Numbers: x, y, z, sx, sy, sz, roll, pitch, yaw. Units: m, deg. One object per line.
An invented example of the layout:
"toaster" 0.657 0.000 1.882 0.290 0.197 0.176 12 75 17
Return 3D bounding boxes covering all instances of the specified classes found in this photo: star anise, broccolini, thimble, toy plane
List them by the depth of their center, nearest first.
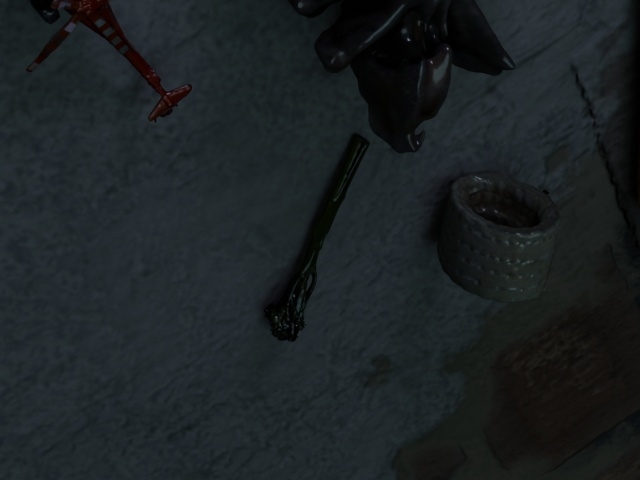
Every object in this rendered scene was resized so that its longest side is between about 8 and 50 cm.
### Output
"toy plane" -0.160 -0.174 1.122 0.194 0.077 0.126 20 116 -47
"star anise" 0.062 -0.249 1.167 0.316 0.139 0.359 -7 112 -35
"broccolini" 0.001 0.000 1.377 0.042 0.044 0.218 17 109 -21
"thimble" 0.169 -0.001 1.411 0.102 0.115 0.090 -8 126 -22

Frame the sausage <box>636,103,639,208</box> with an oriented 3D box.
"sausage" 0.339 -0.150 1.438 0.053 0.053 0.348 -21 132 -15
